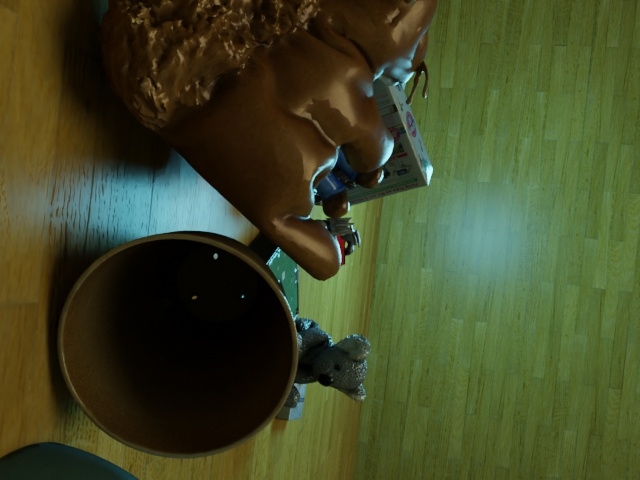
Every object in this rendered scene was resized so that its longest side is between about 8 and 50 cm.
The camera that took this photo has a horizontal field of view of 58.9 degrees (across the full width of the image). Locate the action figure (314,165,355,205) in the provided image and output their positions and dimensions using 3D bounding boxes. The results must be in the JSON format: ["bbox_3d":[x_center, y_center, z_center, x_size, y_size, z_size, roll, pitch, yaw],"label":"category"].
[{"bbox_3d":[-0.045,-0.109,1.162,0.276,0.141,0.164,2,102,-58],"label":"action figure"}]

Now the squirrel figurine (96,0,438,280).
[{"bbox_3d":[-0.030,-0.229,0.652,0.370,0.281,0.397,-47,132,-1],"label":"squirrel figurine"}]

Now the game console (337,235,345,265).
[{"bbox_3d":[0.039,0.009,1.864,0.124,0.085,0.144,-19,118,-42],"label":"game console"}]

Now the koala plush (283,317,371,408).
[{"bbox_3d":[0.012,0.285,1.338,0.203,0.221,0.196,-34,130,-62],"label":"koala plush"}]

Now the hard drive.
[{"bbox_3d":[-0.117,0.128,1.110,0.339,0.064,0.236,-59,152,-61],"label":"hard drive"}]

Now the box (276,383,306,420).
[{"bbox_3d":[-0.068,0.379,1.509,0.145,0.038,0.186,56,41,-71],"label":"box"}]

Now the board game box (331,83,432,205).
[{"bbox_3d":[0.093,-0.242,1.270,0.303,0.224,0.097,64,28,-23],"label":"board game box"}]

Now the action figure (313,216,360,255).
[{"bbox_3d":[0.000,0.000,1.339,0.285,0.186,0.099,72,21,-84],"label":"action figure"}]

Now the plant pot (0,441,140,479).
[{"bbox_3d":[-0.207,0.350,0.512,0.290,0.196,0.290,6,90,-78],"label":"plant pot"}]

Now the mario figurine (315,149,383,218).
[{"bbox_3d":[-0.029,-0.161,0.944,0.320,0.170,0.198,40,65,-33],"label":"mario figurine"}]

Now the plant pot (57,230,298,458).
[{"bbox_3d":[-0.144,0.083,0.681,0.254,0.237,0.237,-99,-168,-78],"label":"plant pot"}]
